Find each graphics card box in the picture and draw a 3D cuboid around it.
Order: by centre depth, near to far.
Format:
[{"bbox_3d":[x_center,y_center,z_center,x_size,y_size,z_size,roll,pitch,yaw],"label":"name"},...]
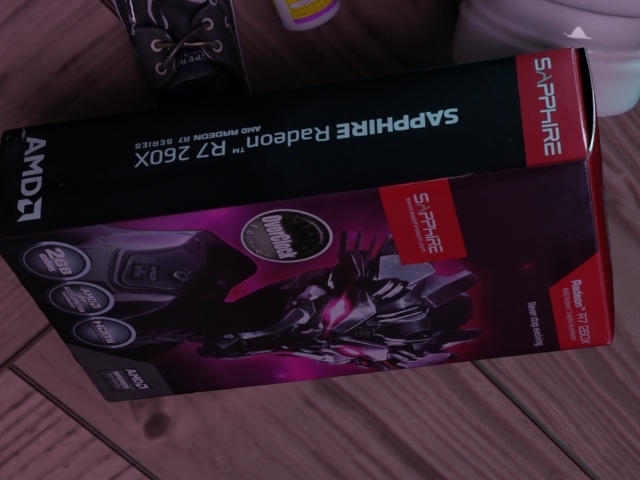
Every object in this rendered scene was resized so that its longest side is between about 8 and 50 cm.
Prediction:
[{"bbox_3d":[0.000,0.000,1.045,0.371,0.094,0.233,-6,148,10],"label":"graphics card box"}]

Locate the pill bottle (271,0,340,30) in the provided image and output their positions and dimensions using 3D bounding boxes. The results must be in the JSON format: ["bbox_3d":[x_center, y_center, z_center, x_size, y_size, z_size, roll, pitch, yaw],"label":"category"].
[{"bbox_3d":[-0.020,-0.184,1.062,0.043,0.043,0.083,-23,122,1],"label":"pill bottle"}]

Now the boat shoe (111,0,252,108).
[{"bbox_3d":[-0.088,-0.118,1.065,0.080,0.076,0.228,-16,122,-4],"label":"boat shoe"}]

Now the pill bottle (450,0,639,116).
[{"bbox_3d":[0.183,-0.247,0.995,0.176,0.176,0.318,5,117,-16],"label":"pill bottle"}]
